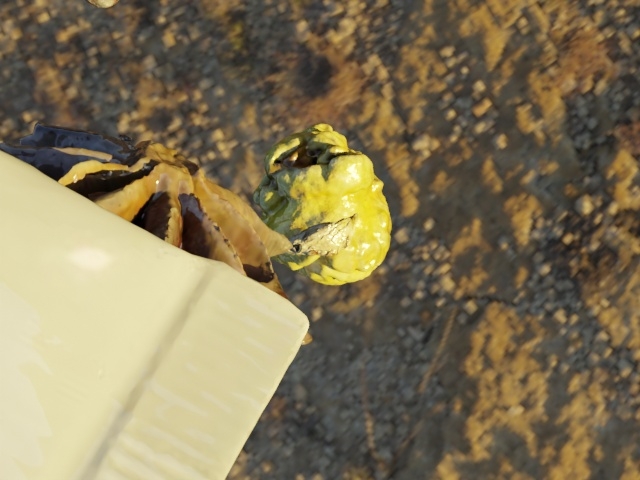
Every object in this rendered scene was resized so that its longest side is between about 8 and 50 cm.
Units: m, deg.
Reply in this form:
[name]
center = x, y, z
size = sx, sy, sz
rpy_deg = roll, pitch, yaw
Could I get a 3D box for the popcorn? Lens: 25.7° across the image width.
[popcorn]
center = 0.014, -0.055, 1.887
size = 0.200, 0.226, 0.203
rpy_deg = 27, 135, 3

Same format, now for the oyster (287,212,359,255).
[oyster]
center = 0.000, 0.000, 1.602
size = 0.083, 0.081, 0.038
rpy_deg = -18, 102, 32

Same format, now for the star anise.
[star anise]
center = -0.064, -0.010, 0.503
size = 0.124, 0.129, 0.056
rpy_deg = 16, 111, -21

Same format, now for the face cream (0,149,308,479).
[face cream]
center = -0.223, -0.013, 0.283
size = 0.420, 0.234, 0.137
rpy_deg = 33, 144, -4

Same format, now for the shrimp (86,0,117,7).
[shrimp]
center = -0.166, -0.260, 1.041
size = 0.075, 0.073, 0.190
rpy_deg = -16, 67, 11
